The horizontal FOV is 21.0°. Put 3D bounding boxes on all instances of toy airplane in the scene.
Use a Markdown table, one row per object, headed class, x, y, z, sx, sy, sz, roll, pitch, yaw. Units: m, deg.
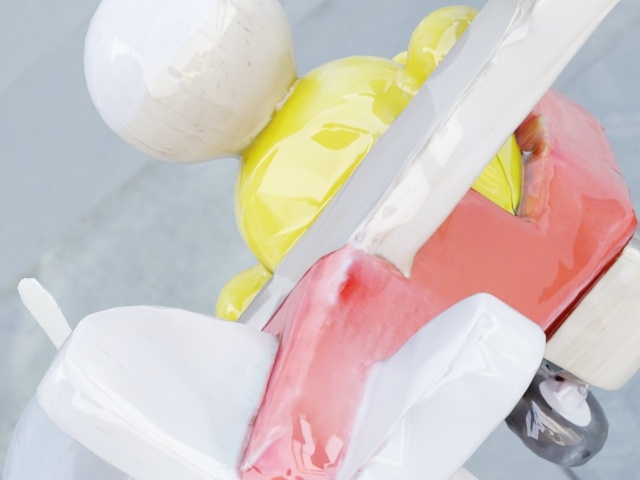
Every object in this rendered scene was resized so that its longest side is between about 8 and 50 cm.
| class | x | y | z | sx | sy | sz | roll | pitch | yaw |
| --- | --- | --- | --- | --- | --- | --- | --- | --- | --- |
| toy airplane | 0.000 | 0.000 | 0.663 | 0.386 | 0.272 | 0.384 | -43 | -10 | -17 |
